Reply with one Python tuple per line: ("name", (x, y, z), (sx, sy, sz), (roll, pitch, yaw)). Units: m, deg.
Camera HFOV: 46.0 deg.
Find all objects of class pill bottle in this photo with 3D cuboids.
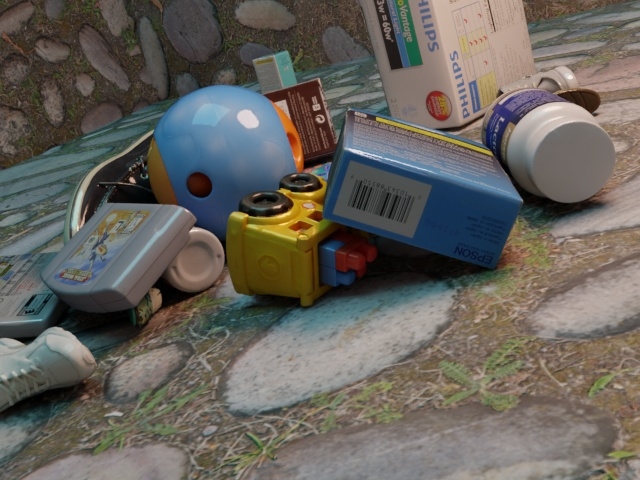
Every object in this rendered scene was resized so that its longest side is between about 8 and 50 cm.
("pill bottle", (-0.254, 0.021, 1.303), (0.108, 0.108, 0.193), (-27, 22, -28))
("pill bottle", (0.362, -0.156, 1.215), (0.153, 0.153, 0.264), (-16, 19, 3))

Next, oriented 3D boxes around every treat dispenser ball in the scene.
("treat dispenser ball", (-0.175, -0.142, 1.398), (0.288, 0.288, 0.288), (-15, 19, 5))

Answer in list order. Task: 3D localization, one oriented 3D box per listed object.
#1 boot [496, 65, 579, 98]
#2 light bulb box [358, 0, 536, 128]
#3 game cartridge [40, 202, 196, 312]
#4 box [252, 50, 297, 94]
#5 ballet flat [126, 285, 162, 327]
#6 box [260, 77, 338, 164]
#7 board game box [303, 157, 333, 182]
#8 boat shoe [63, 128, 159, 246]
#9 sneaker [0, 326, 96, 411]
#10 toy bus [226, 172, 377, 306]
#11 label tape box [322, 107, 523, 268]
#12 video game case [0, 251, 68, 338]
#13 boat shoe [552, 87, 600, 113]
("boot", (0.482, -0.326, 1.700), (0.123, 0.095, 0.258), (-23, 9, 1))
("light bulb box", (0.325, -0.495, 1.870), (0.361, 0.357, 0.225), (-30, 21, -37))
("game cartridge", (-0.342, 0.025, 1.230), (0.297, 0.062, 0.198), (4, 47, 49))
("box", (-0.111, -0.417, 2.182), (0.101, 0.244, 0.060), (4, 27, 45))
("ballet flat", (-0.291, 0.089, 1.222), (0.070, 0.070, 0.188), (-23, 24, -18))
("box", (-0.054, -0.247, 1.705), (0.167, 0.168, 0.203), (-16, -1, 3))
("board game box", (-0.056, -0.111, 1.595), (0.210, 0.047, 0.160), (-13, 20, 9))
("boat shoe", (-0.363, -0.092, 1.551), (0.156, 0.186, 0.500), (0, 32, 17))
("sneaker", (-0.403, 0.189, 1.023), (0.232, 0.090, 0.115), (-15, 24, 33))
("toy bus", (0.000, 0.000, 1.127), (0.211, 0.149, 0.220), (13, 30, 31))
("label tape box", (0.142, -0.098, 1.150), (0.249, 0.115, 0.347), (16, 19, -3))
("video game case", (-0.602, 0.099, 1.398), (0.300, 0.036, 0.329), (-4, 21, 1))
("boat shoe", (0.487, -0.276, 1.588), (0.190, 0.068, 0.072), (-11, 4, 12))
